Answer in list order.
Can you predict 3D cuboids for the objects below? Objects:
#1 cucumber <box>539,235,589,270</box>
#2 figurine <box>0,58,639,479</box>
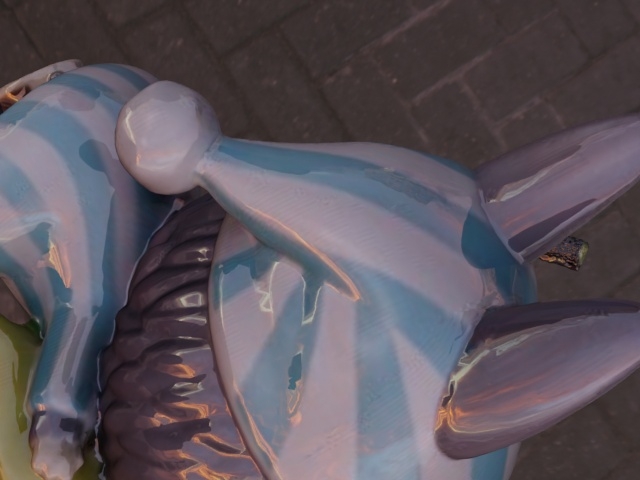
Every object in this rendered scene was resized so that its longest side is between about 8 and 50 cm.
[{"bbox_3d":[0.243,-0.006,1.248,0.163,0.043,0.039,21,31,21],"label":"cucumber"},{"bbox_3d":[0.000,0.000,0.560,0.378,0.266,0.361,-28,93,23],"label":"figurine"}]
